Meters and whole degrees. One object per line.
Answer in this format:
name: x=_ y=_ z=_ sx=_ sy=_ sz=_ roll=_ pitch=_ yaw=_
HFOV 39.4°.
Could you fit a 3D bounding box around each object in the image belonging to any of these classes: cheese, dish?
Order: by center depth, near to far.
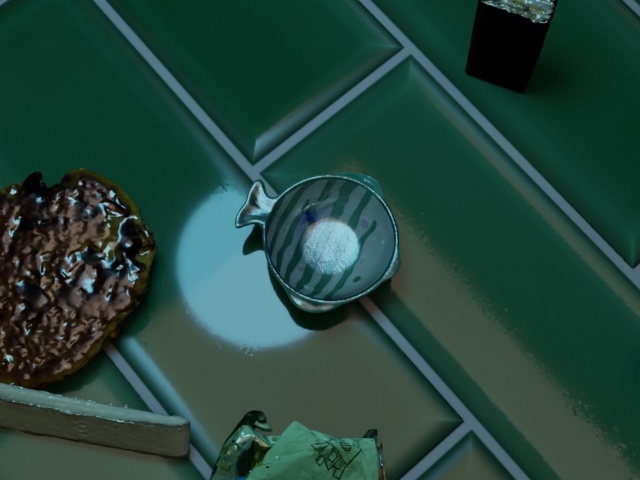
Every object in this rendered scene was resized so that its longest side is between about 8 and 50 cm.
cheese: x=-0.377 y=0.243 z=1.248 sx=0.400 sy=0.085 sz=0.034 roll=10 pitch=46 yaw=4
dish: x=0.000 y=0.000 z=1.319 sx=0.246 sy=0.078 sz=0.224 roll=24 pitch=75 yaw=5

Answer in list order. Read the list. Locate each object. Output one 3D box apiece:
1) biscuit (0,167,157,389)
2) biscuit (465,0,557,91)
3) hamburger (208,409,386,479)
biscuit: x=-0.401 y=0.050 z=1.302 sx=0.334 sy=0.081 sz=0.289 roll=-44 pitch=80 yaw=-7
biscuit: x=0.280 y=-0.311 z=1.321 sx=0.106 sy=0.252 sz=0.070 roll=21 pitch=78 yaw=10
hamburger: x=-0.032 y=0.360 z=1.180 sx=0.276 sy=0.150 sz=0.260 roll=9 pitch=73 yaw=3
